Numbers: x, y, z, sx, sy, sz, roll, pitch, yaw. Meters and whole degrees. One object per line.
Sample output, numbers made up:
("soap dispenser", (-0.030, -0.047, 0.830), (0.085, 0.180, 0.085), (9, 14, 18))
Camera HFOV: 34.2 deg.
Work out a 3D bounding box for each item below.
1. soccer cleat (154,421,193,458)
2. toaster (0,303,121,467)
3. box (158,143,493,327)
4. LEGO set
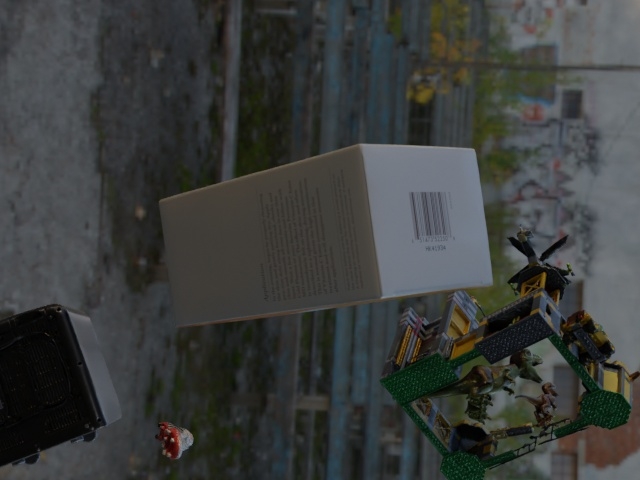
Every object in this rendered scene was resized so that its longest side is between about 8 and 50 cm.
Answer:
("soccer cleat", (-0.145, 0.204, 1.063), (0.083, 0.035, 0.029), (-171, -86, -71))
("toaster", (-0.349, 0.169, 1.245), (0.110, 0.168, 0.186), (58, 10, -82))
("box", (0.000, 0.000, 1.262), (0.215, 0.345, 0.168), (-4, 85, -46))
("LEGO set", (0.247, 0.151, 1.373), (0.331, 0.255, 0.192), (-40, -167, 33))
